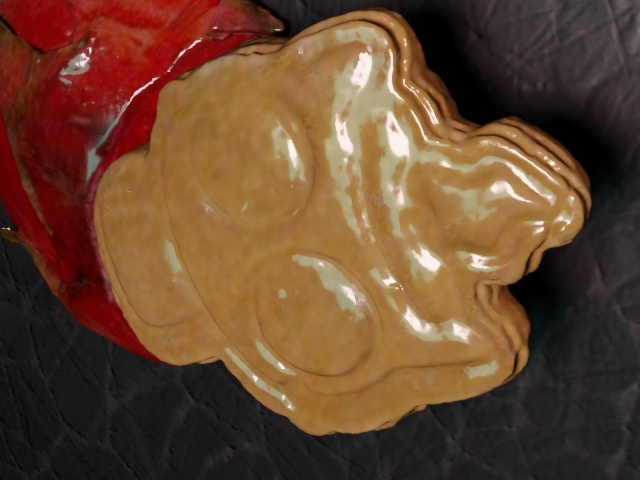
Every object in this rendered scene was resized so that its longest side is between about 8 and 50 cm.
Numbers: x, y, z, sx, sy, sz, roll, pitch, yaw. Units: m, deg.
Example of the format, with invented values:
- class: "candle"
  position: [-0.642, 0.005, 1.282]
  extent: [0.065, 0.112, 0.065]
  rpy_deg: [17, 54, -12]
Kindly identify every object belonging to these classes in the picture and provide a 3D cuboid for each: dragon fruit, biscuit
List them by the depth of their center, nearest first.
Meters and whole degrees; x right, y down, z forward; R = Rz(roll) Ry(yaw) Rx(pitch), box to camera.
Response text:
- class: "biscuit"
  position: [-0.002, 0.002, 0.876]
  extent: [0.376, 0.051, 0.269]
  rpy_deg: [-12, 104, 37]
- class: "dragon fruit"
  position: [-0.190, -0.071, 1.060]
  extent: [0.282, 0.100, 0.344]
  rpy_deg: [32, 126, 25]
